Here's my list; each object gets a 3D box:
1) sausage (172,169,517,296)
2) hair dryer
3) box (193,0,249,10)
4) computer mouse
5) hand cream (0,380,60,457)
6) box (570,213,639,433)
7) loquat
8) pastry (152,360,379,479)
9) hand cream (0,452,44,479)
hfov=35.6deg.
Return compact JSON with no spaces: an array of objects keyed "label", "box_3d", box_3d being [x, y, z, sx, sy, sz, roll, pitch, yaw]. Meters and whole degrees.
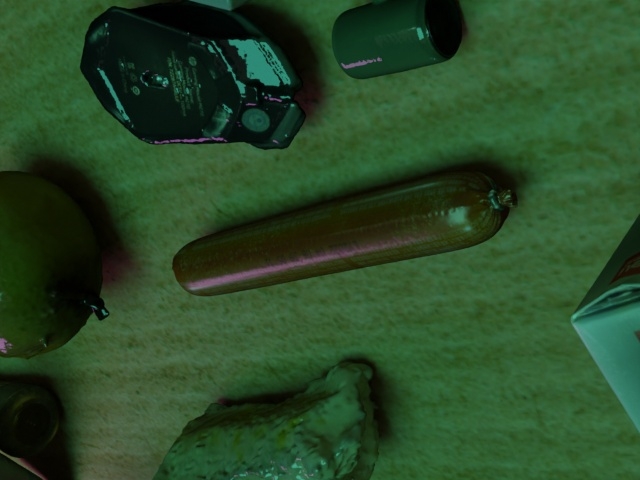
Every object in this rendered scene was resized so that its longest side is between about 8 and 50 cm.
[{"label":"sausage","box_3d":[0.000,0.000,0.736,0.348,0.053,0.053,-13,111,44]},{"label":"hair dryer","box_3d":[0.034,-0.176,0.601,0.071,0.047,0.150,-6,105,40]},{"label":"box","box_3d":[-0.103,-0.278,0.611,0.155,0.067,0.242,18,130,27]},{"label":"computer mouse","box_3d":[-0.090,-0.121,0.719,0.192,0.062,0.105,14,126,25]},{"label":"hand cream","box_3d":[-0.400,0.194,1.195,0.203,0.084,0.084,11,126,42]},{"label":"box","box_3d":[0.251,0.103,0.546,0.079,0.135,0.269,-25,103,43]},{"label":"loquat","box_3d":[-0.285,0.017,0.916,0.204,0.149,0.172,34,141,32]},{"label":"pastry","box_3d":[-0.042,0.182,0.868,0.258,0.121,0.089,-21,131,39]},{"label":"hand cream","box_3d":[-0.368,0.269,1.144,0.111,0.070,0.312,26,168,12]}]
